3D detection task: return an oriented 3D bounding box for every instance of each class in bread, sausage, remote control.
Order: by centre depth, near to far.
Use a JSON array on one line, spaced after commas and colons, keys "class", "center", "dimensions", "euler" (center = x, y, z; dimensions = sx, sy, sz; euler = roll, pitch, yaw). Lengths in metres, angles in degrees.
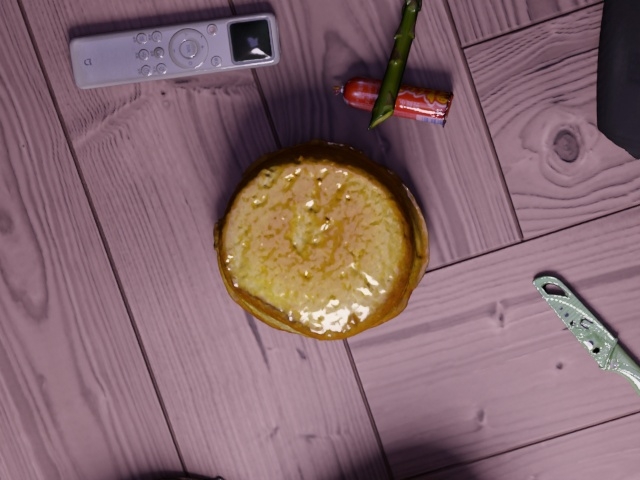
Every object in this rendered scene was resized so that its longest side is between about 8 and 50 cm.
[{"class": "bread", "center": [0.000, 0.000, 1.864], "dimensions": [0.268, 0.146, 0.268], "euler": [0, 95, 3]}, {"class": "sausage", "center": [0.087, -0.174, 1.882], "dimensions": [0.145, 0.048, 0.050], "euler": [11, 61, 7]}, {"class": "remote control", "center": [-0.179, -0.233, 1.900], "dimensions": [0.261, 0.029, 0.067], "euler": [-6, 98, 5]}]

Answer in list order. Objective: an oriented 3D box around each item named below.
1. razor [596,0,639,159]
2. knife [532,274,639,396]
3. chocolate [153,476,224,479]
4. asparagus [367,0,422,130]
[{"class": "razor", "center": [0.422, -0.261, 1.779], "dimensions": [0.204, 0.113, 0.349], "euler": [16, 102, 42]}, {"class": "knife", "center": [0.368, 0.151, 1.919], "dimensions": [0.043, 0.020, 0.293], "euler": [-42, 93, 11]}, {"class": "chocolate", "center": [-0.187, 0.461, 1.913], "dimensions": [0.303, 0.213, 0.303], "euler": [0, 98, 3]}, {"class": "asparagus", "center": [0.098, -0.238, 1.856], "dimensions": [0.027, 0.034, 0.236], "euler": [15, 81, 5]}]
